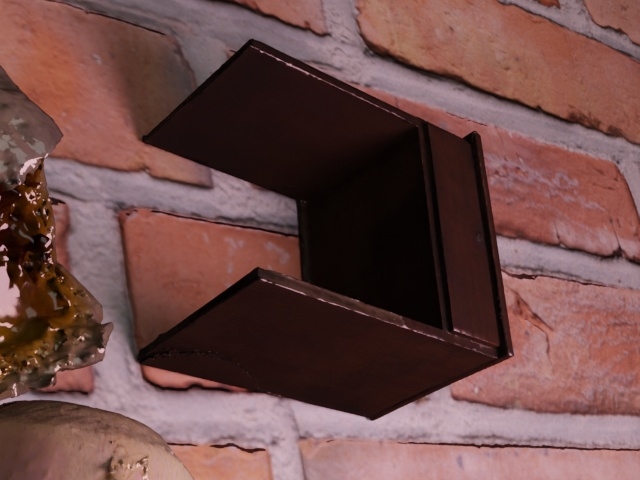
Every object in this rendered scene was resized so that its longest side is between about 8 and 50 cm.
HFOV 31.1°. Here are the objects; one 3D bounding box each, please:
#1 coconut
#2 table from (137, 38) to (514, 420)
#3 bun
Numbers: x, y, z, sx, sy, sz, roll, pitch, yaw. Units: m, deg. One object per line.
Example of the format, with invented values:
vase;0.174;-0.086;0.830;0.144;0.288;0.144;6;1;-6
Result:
coconut;-0.177;0.231;0.741;0.224;0.224;0.234;29;36;-29
table;0.000;0.000;1.072;0.282;0.196;0.251;20;54;-35
bun;-0.290;0.004;0.741;0.281;0.281;0.205;53;43;-5
